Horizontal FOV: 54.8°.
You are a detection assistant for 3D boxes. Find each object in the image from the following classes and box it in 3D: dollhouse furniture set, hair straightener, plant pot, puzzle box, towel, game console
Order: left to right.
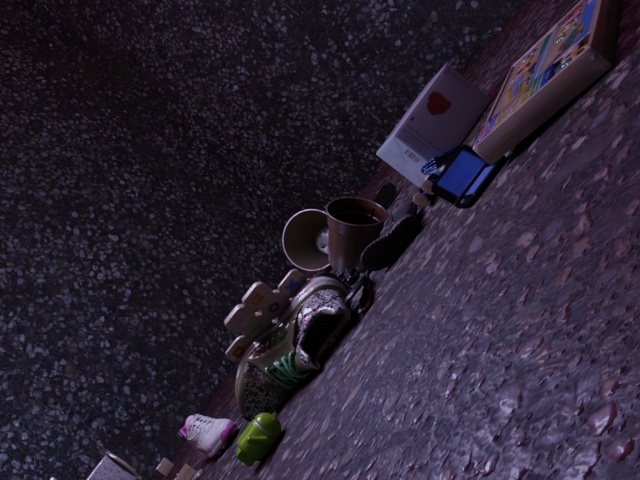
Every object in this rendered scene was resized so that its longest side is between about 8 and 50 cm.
[{"bbox_3d":[-0.576,0.710,1.851,0.174,0.355,0.303,-49,4,43],"label":"dollhouse furniture set"},{"bbox_3d":[0.000,0.000,2.673,0.257,0.256,0.274,-52,-13,9],"label":"plant pot"},{"bbox_3d":[0.090,-0.009,1.679,0.167,0.166,0.165,-58,-23,-57],"label":"plant pot"},{"bbox_3d":[0.087,0.095,1.469,0.047,0.089,0.230,-48,4,22],"label":"hair straightener"},{"bbox_3d":[0.324,-0.219,1.672,0.119,0.029,0.067,-34,0,-37],"label":"towel"},{"bbox_3d":[0.287,-0.130,1.212,0.122,0.071,0.107,-53,3,-2],"label":"game console"},{"bbox_3d":[0.445,-0.335,1.194,0.272,0.052,0.409,-45,8,43],"label":"puzzle box"}]

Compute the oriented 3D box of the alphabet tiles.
[{"bbox_3d":[-0.097,0.205,1.534,0.278,0.284,0.021,-52,40,6],"label":"alphabet tiles"}]

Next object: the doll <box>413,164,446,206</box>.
[{"bbox_3d":[0.284,-0.141,1.593,0.129,0.046,0.189,-58,-5,20],"label":"doll"}]

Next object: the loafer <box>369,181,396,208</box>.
[{"bbox_3d":[0.203,-0.114,2.289,0.220,0.080,0.078,-48,-7,-7],"label":"loafer"}]

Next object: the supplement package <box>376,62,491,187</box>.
[{"bbox_3d":[0.334,-0.338,1.838,0.293,0.177,0.175,-54,3,-15],"label":"supplement package"}]

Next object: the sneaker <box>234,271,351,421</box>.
[{"bbox_3d":[-0.065,0.268,1.439,0.411,0.158,0.182,-56,17,7],"label":"sneaker"}]

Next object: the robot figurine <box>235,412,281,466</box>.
[{"bbox_3d":[-0.127,0.410,1.286,0.115,0.067,0.101,-53,1,-4],"label":"robot figurine"}]

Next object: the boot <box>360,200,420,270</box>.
[{"bbox_3d":[0.176,-0.017,1.548,0.189,0.076,0.208,-39,12,9],"label":"boot"}]

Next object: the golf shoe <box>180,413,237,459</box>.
[{"bbox_3d":[-0.354,0.593,1.903,0.115,0.140,0.306,-53,4,-36],"label":"golf shoe"}]
